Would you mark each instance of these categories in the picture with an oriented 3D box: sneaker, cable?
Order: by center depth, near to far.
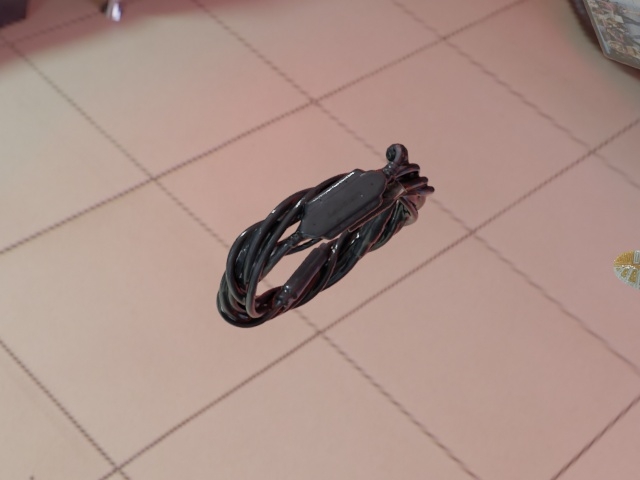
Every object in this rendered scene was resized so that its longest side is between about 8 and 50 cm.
[{"bbox_3d":[0.000,0.000,0.872,0.184,0.150,0.047,-38,75,1],"label":"cable"},{"bbox_3d":[0.266,0.028,0.891,0.083,0.037,0.032,9,84,20],"label":"sneaker"}]

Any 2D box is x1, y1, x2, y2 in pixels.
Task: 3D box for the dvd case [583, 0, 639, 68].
[{"bbox_3d":[0.286,-0.173,0.868,0.022,0.180,0.253,-45,42,-10],"label":"dvd case"}]
